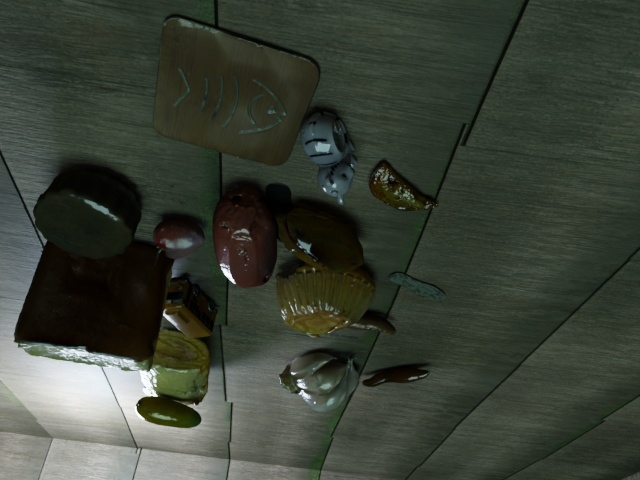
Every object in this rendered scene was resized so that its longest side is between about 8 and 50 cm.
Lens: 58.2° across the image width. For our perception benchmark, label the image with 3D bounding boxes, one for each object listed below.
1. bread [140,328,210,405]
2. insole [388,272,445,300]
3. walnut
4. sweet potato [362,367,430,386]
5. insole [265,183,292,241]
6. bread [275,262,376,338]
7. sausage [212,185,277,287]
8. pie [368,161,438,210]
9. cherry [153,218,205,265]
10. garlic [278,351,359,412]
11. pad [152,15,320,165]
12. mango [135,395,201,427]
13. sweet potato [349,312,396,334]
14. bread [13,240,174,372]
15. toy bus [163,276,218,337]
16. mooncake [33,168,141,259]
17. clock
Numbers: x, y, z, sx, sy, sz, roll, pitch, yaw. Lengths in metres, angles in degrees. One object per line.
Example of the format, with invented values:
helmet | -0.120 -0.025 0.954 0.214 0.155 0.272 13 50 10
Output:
bread | -0.506 0.466 2.039 0.237 0.165 0.375 15 144 -5
insole | 0.269 0.128 1.586 0.193 0.006 0.065 25 141 -24
walnut | 0.000 0.000 1.345 0.245 0.137 0.137 23 141 -22
sweet potato | 0.265 0.480 2.039 0.265 0.057 0.057 -15 140 31
insole | -0.092 -0.060 1.379 0.080 0.003 0.232 1 144 7
bread | 0.012 0.154 1.543 0.274 0.149 0.274 3 151 2
sausage | -0.175 0.001 1.352 0.152 0.152 0.279 5 140 2
pie | 0.170 -0.099 1.263 0.191 0.033 0.088 31 141 -31
cherry | -0.352 -0.004 1.426 0.126 0.087 0.106 -6 140 -14
garlic | 0.015 0.484 2.038 0.292 0.210 0.237 -9 108 27
pad | -0.167 -0.265 1.090 0.284 0.018 0.286 14 144 -11
mango | -0.535 0.610 2.039 0.238 0.091 0.137 14 155 -11
sweet potato | 0.103 0.239 1.725 0.255 0.058 0.078 8 165 4
bread | -0.558 0.147 1.466 0.324 0.333 0.143 11 147 -13
toy bus | -0.394 0.200 1.691 0.098 0.114 0.201 -8 142 17
mooncake | -0.533 -0.067 1.337 0.228 0.124 0.228 4 139 4
clock | 0.017 -0.161 1.123 0.080 0.117 0.176 -10 141 21
